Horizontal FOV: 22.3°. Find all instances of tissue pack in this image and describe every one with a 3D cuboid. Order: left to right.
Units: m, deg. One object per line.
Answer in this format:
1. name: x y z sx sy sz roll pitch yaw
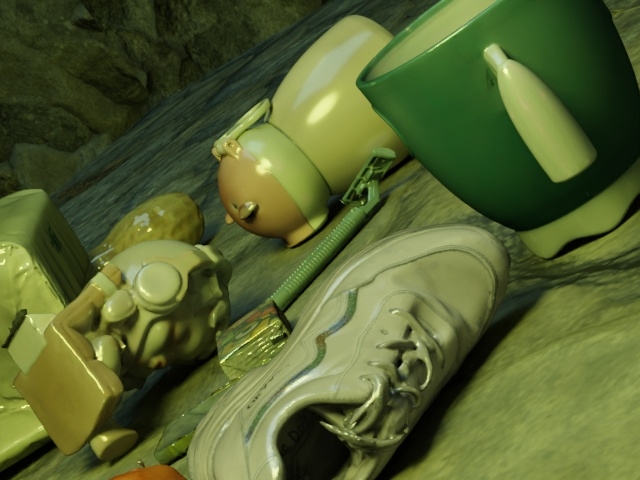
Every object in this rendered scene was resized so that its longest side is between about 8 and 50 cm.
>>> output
1. tissue pack: -0.372 0.110 1.654 0.297 0.207 0.380 -30 12 -2
2. tissue pack: -0.052 0.083 1.315 0.063 0.035 0.083 -36 10 3

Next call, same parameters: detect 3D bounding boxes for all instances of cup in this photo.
1. cup: 0.138 -0.086 1.092 0.167 0.173 0.300 -34 13 7

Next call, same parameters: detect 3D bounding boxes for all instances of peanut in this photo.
1. peanut: -0.233 0.028 1.908 0.228 0.086 0.104 -37 3 6

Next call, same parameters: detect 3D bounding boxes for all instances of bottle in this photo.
1. bottle: -0.004 -0.098 1.612 0.236 0.147 0.147 -43 13 -9

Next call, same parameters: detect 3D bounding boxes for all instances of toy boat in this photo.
1. toy boat: -0.075 0.130 1.248 0.115 0.016 0.063 -34 13 16

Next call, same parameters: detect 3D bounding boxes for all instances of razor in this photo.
1. razor: 0.006 0.005 1.472 0.211 0.036 0.084 -54 -3 -39

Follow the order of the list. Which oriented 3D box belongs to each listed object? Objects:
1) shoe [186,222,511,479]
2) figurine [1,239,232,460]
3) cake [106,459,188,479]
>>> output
1. shoe: 0.030 0.082 0.977 0.245 0.095 0.137 -42 17 -10
2. figurine: -0.154 0.080 1.409 0.236 0.141 0.162 -35 -15 -49
3. cake: -0.162 0.221 0.963 0.287 0.098 0.135 -26 21 20
